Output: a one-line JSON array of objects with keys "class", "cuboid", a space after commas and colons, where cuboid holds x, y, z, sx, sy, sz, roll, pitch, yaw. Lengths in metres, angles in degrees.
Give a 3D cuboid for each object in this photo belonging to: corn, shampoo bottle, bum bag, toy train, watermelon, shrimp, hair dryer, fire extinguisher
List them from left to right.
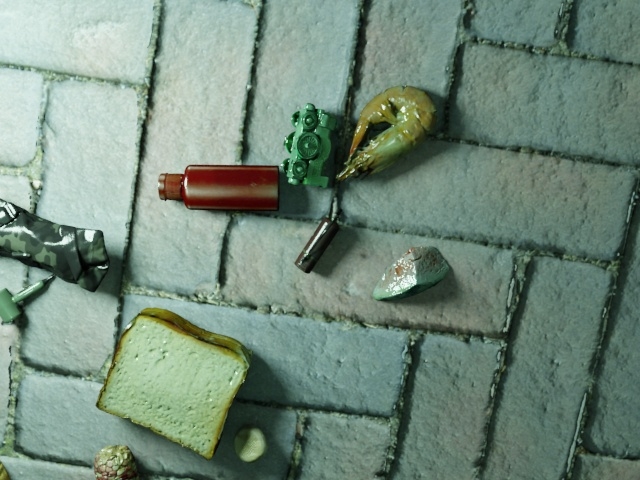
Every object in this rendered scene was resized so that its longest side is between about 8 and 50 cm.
[{"class": "hair dryer", "cuboid": [-0.663, 0.119, 1.721, 0.150, 0.047, 0.071, -32, 100, -6]}, {"class": "bum bag", "cuboid": [-0.619, 0.001, 1.670, 0.340, 0.095, 0.144, 18, 102, 4]}, {"class": "corn", "cuboid": [-0.454, 0.614, 1.775, 0.098, 0.098, 0.290, -11, 103, 2]}, {"class": "shampoo bottle", "cuboid": [-0.219, -0.116, 1.665, 0.260, 0.064, 0.102, 1, 92, 0]}, {"class": "toy train", "cuboid": [-0.020, -0.202, 1.644, 0.104, 0.071, 0.178, 9, 97, -27]}, {"class": "fire extinguisher", "cuboid": [0.000, 0.000, 1.683, 0.045, 0.078, 0.157, 35, 102, -1]}, {"class": "shrimp", "cuboid": [0.131, -0.226, 1.652, 0.267, 0.061, 0.145, -44, 88, 10]}, {"class": "watermelon", "cuboid": [0.197, 0.083, 1.711, 0.180, 0.081, 0.094, -38, 72, 0]}]

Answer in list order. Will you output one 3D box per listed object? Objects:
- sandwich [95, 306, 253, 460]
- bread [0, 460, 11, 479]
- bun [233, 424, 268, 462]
[{"class": "sandwich", "cuboid": [-0.325, 0.309, 1.721, 0.301, 0.099, 0.271, 24, 94, -1]}, {"class": "bread", "cuboid": [-0.806, 0.617, 1.741, 0.204, 0.156, 0.288, -13, 98, 0]}, {"class": "bun", "cuboid": [-0.159, 0.469, 1.769, 0.086, 0.055, 0.086, -1, 86, 24]}]
